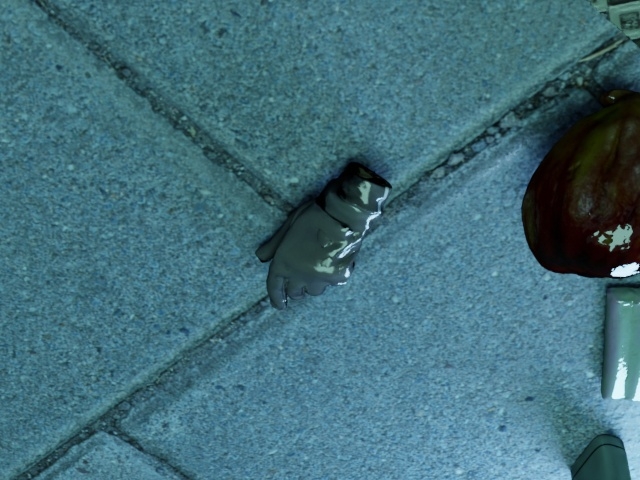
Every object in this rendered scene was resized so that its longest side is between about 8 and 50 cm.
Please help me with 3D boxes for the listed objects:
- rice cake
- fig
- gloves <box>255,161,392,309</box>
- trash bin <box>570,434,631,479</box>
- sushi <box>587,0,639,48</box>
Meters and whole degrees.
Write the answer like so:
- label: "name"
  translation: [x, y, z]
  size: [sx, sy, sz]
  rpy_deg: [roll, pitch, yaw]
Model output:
- label: "rice cake"
  translation: [0.473, 0.162, 1.862]
  size: [0.080, 0.042, 0.222]
  rpy_deg: [-3, 128, 4]
- label: "fig"
  translation: [0.381, -0.056, 1.596]
  size: [0.224, 0.224, 0.263]
  rpy_deg: [25, 119, -15]
- label: "gloves"
  translation: [-0.003, -0.001, 1.740]
  size: [0.142, 0.119, 0.285]
  rpy_deg: [40, 129, 13]
- label: "trash bin"
  translation: [0.464, 0.405, 1.990]
  size: [0.059, 0.130, 0.116]
  rpy_deg: [17, 126, -11]
- label: "sushi"
  translation: [0.422, -0.356, 1.469]
  size: [0.231, 0.047, 0.219]
  rpy_deg: [36, 125, -18]
